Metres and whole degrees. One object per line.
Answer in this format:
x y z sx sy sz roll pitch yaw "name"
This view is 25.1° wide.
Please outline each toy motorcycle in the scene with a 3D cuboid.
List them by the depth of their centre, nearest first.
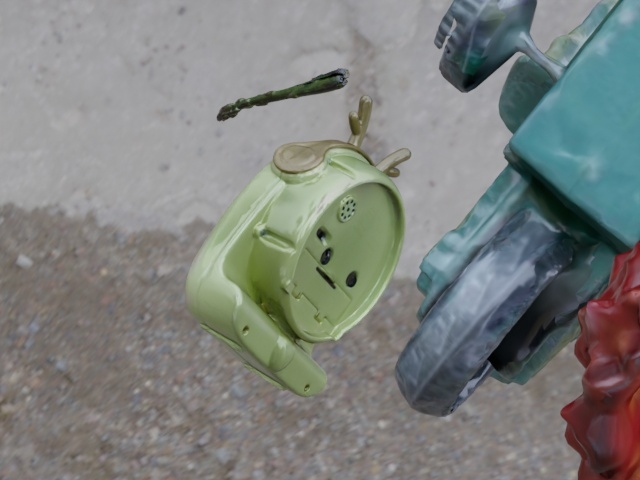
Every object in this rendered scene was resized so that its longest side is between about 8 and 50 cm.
0.127 -0.065 0.476 0.109 0.296 0.198 42 15 12 "toy motorcycle"

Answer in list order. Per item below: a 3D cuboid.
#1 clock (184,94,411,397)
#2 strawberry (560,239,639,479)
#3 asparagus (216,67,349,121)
0.000 0.000 1.542 0.096 0.235 0.308 26 77 35 "clock"
0.127 0.052 0.368 0.167 0.208 0.087 -9 35 -15 "strawberry"
-0.052 -0.169 1.695 0.022 0.233 0.023 -38 109 -40 "asparagus"
